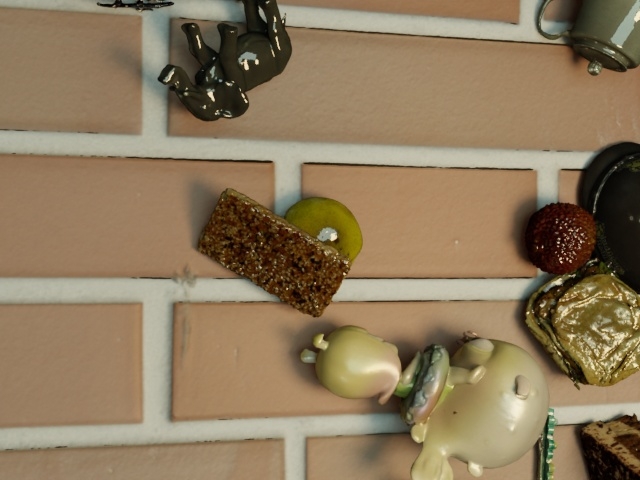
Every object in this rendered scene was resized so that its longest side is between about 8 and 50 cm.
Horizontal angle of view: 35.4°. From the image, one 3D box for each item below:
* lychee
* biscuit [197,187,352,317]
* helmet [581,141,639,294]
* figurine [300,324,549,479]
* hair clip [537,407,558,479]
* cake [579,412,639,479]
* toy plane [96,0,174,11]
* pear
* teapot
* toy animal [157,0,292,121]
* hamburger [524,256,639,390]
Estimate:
[{"bbox_3d":[0.406,-0.007,1.686,0.129,0.123,0.123,-31,97,-13],"label":"lychee"},{"bbox_3d":[-0.074,0.022,1.545,0.231,0.025,0.131,30,121,0],"label":"biscuit"},{"bbox_3d":[0.582,-0.038,1.716,0.230,0.160,0.279,-25,97,-13],"label":"helmet"},{"bbox_3d":[0.156,0.247,1.571,0.394,0.226,0.274,21,57,-4],"label":"figurine"},{"bbox_3d":[0.384,0.342,1.712,0.049,0.049,0.173,-2,88,-15],"label":"hair clip"},{"bbox_3d":[0.543,0.401,1.661,0.112,0.246,0.135,-15,112,-16],"label":"cake"},{"bbox_3d":[-0.212,-0.415,1.513,0.381,0.155,0.106,-6,90,-32],"label":"toy plane"},{"bbox_3d":[0.000,0.000,1.586,0.141,0.104,0.141,1,87,-12],"label":"pear"},{"bbox_3d":[0.487,-0.353,1.712,0.239,0.162,0.149,28,94,12],"label":"teapot"},{"bbox_3d":[-0.135,-0.272,1.527,0.245,0.114,0.146,-28,132,-18],"label":"toy animal"},{"bbox_3d":[0.457,0.148,1.707,0.183,0.130,0.206,-34,82,-9],"label":"hamburger"}]
